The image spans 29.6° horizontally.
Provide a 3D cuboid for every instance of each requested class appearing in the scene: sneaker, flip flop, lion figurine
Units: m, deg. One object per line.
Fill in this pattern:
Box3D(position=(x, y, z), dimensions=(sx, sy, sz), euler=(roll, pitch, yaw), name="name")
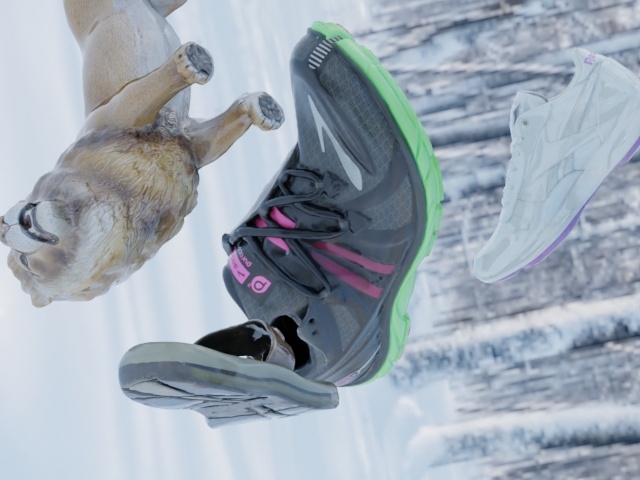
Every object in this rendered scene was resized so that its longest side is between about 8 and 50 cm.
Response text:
Box3D(position=(0.263, -0.089, 1.437), dimensions=(0.152, 0.305, 0.114), euler=(37, 12, 2), name="sneaker")
Box3D(position=(0.000, 0.000, 1.284), dimensions=(0.185, 0.202, 0.482), euler=(45, -35, 41), name="sneaker")
Box3D(position=(-0.067, 0.097, 0.947), dimensions=(0.277, 0.112, 0.080), euler=(30, 50, -62), name="flip flop")
Box3D(position=(-0.158, -0.146, 1.009), dimensions=(0.142, 0.240, 0.392), euler=(27, 48, -37), name="lion figurine")
